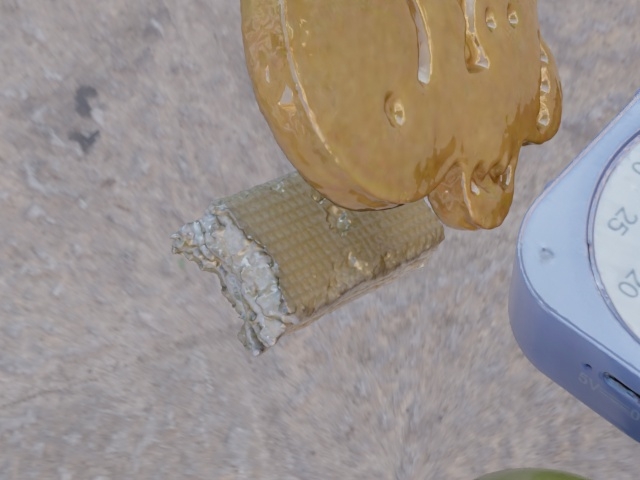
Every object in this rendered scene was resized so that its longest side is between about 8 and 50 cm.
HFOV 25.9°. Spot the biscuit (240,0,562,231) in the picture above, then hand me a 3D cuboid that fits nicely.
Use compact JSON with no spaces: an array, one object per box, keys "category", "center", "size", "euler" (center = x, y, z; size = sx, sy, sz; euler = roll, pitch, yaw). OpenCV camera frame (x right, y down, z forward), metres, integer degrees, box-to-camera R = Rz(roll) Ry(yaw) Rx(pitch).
[{"category":"biscuit","center":[0.071,-0.138,0.922],"size":[0.052,0.355,0.275],"euler":[-9,92,34]}]

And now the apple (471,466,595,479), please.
[{"category":"apple","center":[0.195,0.361,1.131],"size":[0.357,0.357,0.357],"euler":[-1,80,3]}]

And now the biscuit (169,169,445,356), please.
[{"category":"biscuit","center":[0.000,0.000,1.037],"size":[0.108,0.239,0.062],"euler":[53,128,10]}]

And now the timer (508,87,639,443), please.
[{"category":"timer","center":[0.387,0.022,1.202],"size":[0.395,0.173,0.395],"euler":[-2,56,2]}]
